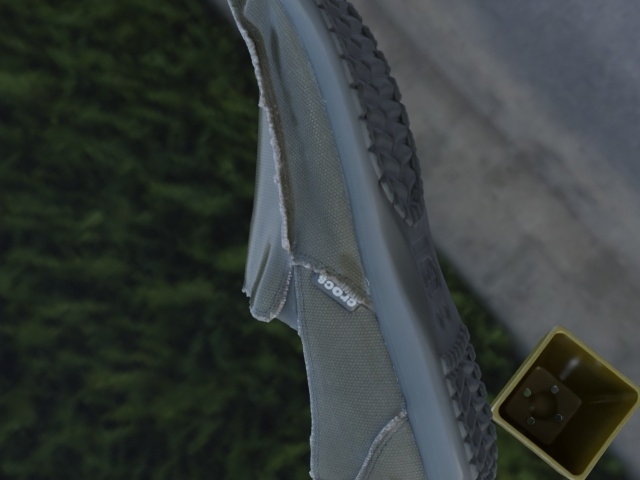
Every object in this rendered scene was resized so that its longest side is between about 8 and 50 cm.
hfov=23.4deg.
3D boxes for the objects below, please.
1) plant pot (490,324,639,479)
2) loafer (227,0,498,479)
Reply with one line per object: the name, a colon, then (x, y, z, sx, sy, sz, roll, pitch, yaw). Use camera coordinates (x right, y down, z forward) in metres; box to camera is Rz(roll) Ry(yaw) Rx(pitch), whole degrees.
plant pot: (0.169, 0.118, 1.114, 0.081, 0.081, 0.083, 39, 172, 0)
loafer: (0.000, 0.000, 0.653, 0.094, 0.087, 0.251, -2, -104, -74)
